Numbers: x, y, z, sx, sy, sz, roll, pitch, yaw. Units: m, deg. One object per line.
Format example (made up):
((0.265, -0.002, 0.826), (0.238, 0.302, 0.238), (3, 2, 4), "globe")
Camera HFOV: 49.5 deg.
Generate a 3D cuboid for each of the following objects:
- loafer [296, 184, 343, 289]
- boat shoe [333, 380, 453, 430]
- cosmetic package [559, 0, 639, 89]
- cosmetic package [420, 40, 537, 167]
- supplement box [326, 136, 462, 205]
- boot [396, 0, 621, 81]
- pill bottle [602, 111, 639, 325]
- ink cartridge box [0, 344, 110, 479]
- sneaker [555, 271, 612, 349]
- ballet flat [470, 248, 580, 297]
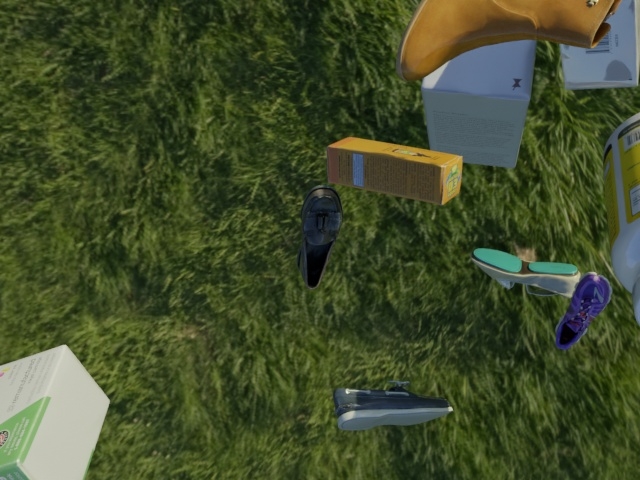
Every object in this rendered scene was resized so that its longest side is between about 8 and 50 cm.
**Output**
((0.000, 0.000, 1.536), (0.096, 0.084, 0.268), (1, 136, -8), "loafer")
((0.142, 0.320, 1.364), (0.095, 0.254, 0.079), (118, 146, -51), "boat shoe")
((0.529, -0.443, 1.300), (0.138, 0.225, 0.224), (5, 145, 29), "cosmetic package")
((0.377, -0.328, 1.665), (0.229, 0.453, 0.162), (8, 80, 13), "cosmetic package")
((0.127, -0.125, 1.222), (0.233, 0.078, 0.080), (13, 117, 34), "supplement box")
((0.261, -0.294, 0.921), (0.211, 0.104, 0.295), (37, 84, 29), "boot")
((0.511, -0.027, 0.992), (0.187, 0.334, 0.188), (9, 138, 9), "pill bottle")
((-0.337, 0.211, 0.681), (0.212, 0.154, 0.093), (-20, 121, 11), "ink cartridge box")
((0.499, 0.140, 1.323), (0.068, 0.071, 0.170), (25, 118, 19), "sneaker")
((0.466, 0.082, 1.604), (0.248, 0.086, 0.086), (12, 105, 21), "ballet flat")
